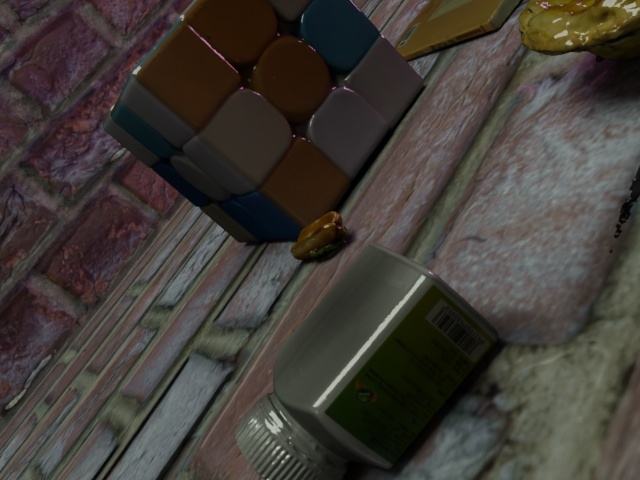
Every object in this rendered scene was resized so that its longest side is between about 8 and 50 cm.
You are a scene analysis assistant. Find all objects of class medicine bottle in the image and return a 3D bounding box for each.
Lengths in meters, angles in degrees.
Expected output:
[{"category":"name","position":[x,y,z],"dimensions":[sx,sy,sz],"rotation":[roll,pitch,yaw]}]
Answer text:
[{"category":"medicine bottle","position":[0.026,0.104,0.467],"dimensions":[0.188,0.088,0.132],"rotation":[-49,19,-2]}]

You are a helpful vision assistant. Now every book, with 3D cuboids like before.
[{"category":"book","position":[0.272,-0.441,1.073],"dimensions":[0.269,0.032,0.389],"rotation":[-52,19,-5]}]

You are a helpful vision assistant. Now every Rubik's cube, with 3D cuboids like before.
[{"category":"Rubik's cube","position":[-0.109,-0.229,1.013],"dimensions":[0.344,0.347,0.346],"rotation":[-53,19,-17]}]

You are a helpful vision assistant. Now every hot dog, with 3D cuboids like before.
[{"category":"hot dog","position":[0.000,0.000,0.813],"dimensions":[0.056,0.041,0.133],"rotation":[-58,13,-26]}]

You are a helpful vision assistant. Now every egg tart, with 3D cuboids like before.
[{"category":"egg tart","position":[0.289,-0.231,0.516],"dimensions":[0.241,0.106,0.241],"rotation":[-39,23,20]}]
